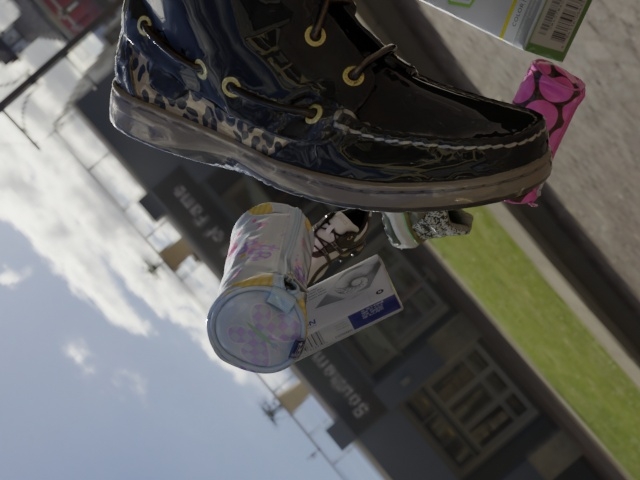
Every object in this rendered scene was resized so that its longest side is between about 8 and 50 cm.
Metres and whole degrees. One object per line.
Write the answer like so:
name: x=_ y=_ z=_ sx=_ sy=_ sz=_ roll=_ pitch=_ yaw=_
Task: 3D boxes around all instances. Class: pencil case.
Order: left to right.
pencil case: x=-0.066 y=0.047 z=1.138 sx=0.113 sy=0.124 sz=0.273 roll=18 pitch=-159 yaw=-6
pencil case: x=0.315 y=-0.156 z=1.389 sx=0.098 sy=0.209 sz=0.095 roll=33 pitch=-152 yaw=27

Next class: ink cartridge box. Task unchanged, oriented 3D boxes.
ink cartridge box: x=0.020 y=0.106 z=1.672 sx=0.045 sy=0.223 sz=0.224 roll=63 pitch=-177 yaw=-23
ink cartridge box: x=0.158 y=-0.255 z=0.871 sx=0.062 sy=0.109 sz=0.209 roll=5 pitch=-154 yaw=-40

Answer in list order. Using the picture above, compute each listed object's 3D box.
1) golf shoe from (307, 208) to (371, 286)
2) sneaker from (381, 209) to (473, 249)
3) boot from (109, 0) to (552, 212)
golf shoe: x=0.000 y=0.000 z=1.339 sx=0.077 sy=0.198 sz=0.094 roll=42 pitch=134 yaw=15
sneaker: x=0.191 y=-0.146 z=1.752 sx=0.182 sy=0.158 sz=0.410 roll=1 pitch=141 yaw=25
boot: x=-0.005 y=-0.188 z=0.690 sx=0.377 sy=0.138 sz=0.284 roll=17 pitch=120 yaw=28
